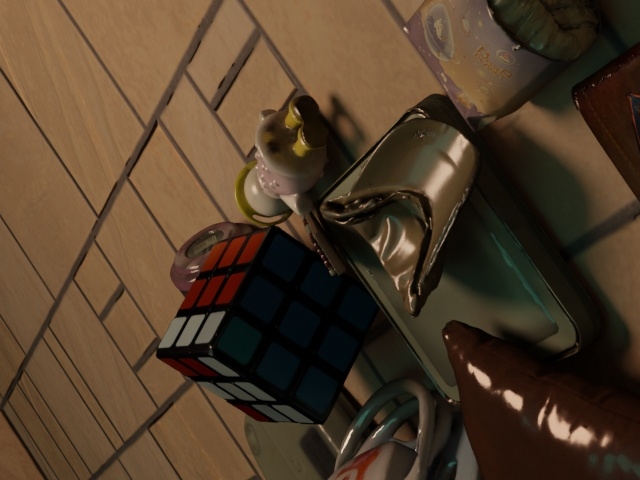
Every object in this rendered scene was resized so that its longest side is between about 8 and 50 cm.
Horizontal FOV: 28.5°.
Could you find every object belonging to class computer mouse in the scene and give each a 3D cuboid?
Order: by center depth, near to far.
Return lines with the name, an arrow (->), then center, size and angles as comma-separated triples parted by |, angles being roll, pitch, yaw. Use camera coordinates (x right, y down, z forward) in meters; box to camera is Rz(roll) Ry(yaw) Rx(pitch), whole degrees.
computer mouse -> 0.026, 0.303, 1.576 | 0.331, 0.095, 0.197 | 56, 132, 18

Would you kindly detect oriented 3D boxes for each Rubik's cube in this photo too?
Rubik's cube -> -0.057, 0.097, 1.393 | 0.162, 0.160, 0.163 | 36, 158, -22

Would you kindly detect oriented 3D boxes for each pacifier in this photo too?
pacifier -> 0.127, 0.305, 1.367 | 0.233, 0.244, 0.299 | 32, 147, -15

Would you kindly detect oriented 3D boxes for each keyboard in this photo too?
keyboard -> 0.000, 0.000, 1.328 | 0.055, 0.017, 0.166 | 54, -177, -12

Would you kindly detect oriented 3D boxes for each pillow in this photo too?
pillow -> 0.249, 0.230, 1.126 | 0.305, 0.108, 0.308 | 22, 144, 47

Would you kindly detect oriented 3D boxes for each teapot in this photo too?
teapot -> -0.101, 0.064, 1.531 | 0.146, 0.116, 0.148 | 59, 175, -25

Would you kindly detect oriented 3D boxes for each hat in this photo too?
hat -> 0.095, -0.023, 1.117 | 0.147, 0.085, 0.175 | 55, 126, 28

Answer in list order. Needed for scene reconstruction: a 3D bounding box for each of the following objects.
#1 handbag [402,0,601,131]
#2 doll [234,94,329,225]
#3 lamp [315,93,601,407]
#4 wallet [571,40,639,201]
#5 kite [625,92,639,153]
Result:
handbag -> 0.139, -0.166, 0.969 | 0.117, 0.095, 0.173 | 54, 154, 2
doll -> -0.041, -0.076, 1.342 | 0.207, 0.081, 0.129 | 122, 131, -61
lamp -> 0.122, 0.021, 1.214 | 0.266, 0.047, 0.269 | 57, 151, 5
wallet -> 0.280, -0.101, 0.870 | 0.137, 0.031, 0.255 | 54, 153, 2
kite -> 0.278, -0.053, 0.887 | 0.159, 0.010, 0.190 | 45, 152, 8
